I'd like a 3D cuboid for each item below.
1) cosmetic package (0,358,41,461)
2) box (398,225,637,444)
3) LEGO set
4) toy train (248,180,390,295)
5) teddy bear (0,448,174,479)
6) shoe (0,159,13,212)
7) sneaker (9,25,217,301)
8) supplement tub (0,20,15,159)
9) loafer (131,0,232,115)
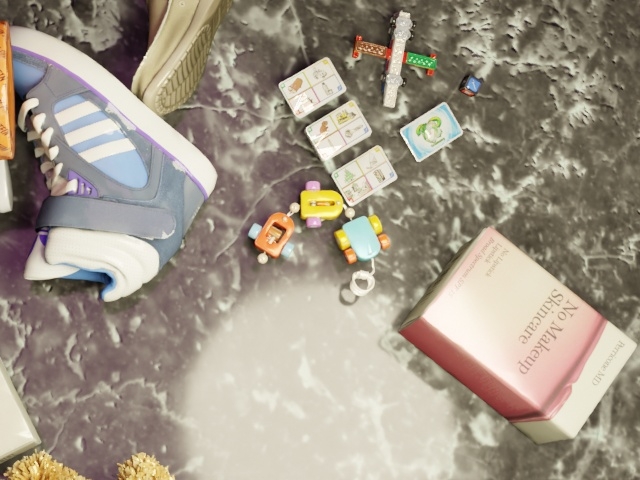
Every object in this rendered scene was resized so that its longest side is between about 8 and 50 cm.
[{"bbox_3d":[-0.467,0.230,1.268,0.296,0.153,0.129,-25,84,-15],"label":"cosmetic package"},{"bbox_3d":[0.236,0.118,1.427,0.232,0.127,0.148,38,74,0],"label":"box"},{"bbox_3d":[0.086,-0.181,1.521,0.244,0.060,0.182,-33,97,-14],"label":"LEGO set"},{"bbox_3d":[0.000,0.000,1.456,0.166,0.046,0.125,26,76,0],"label":"toy train"},{"bbox_3d":[-0.217,0.359,1.304,0.338,0.113,0.245,35,77,-1],"label":"teddy bear"},{"bbox_3d":[-0.420,-0.111,1.398,0.081,0.063,0.178,-12,75,-11],"label":"shoe"},{"bbox_3d":[-0.304,-0.075,1.372,0.323,0.130,0.236,37,70,-6],"label":"sneaker"},{"bbox_3d":[-0.491,-0.158,1.246,0.316,0.193,0.193,-1,78,-12],"label":"supplement tub"},{"bbox_3d":[-0.178,-0.269,1.455,0.092,0.102,0.268,19,59,7],"label":"loafer"}]
